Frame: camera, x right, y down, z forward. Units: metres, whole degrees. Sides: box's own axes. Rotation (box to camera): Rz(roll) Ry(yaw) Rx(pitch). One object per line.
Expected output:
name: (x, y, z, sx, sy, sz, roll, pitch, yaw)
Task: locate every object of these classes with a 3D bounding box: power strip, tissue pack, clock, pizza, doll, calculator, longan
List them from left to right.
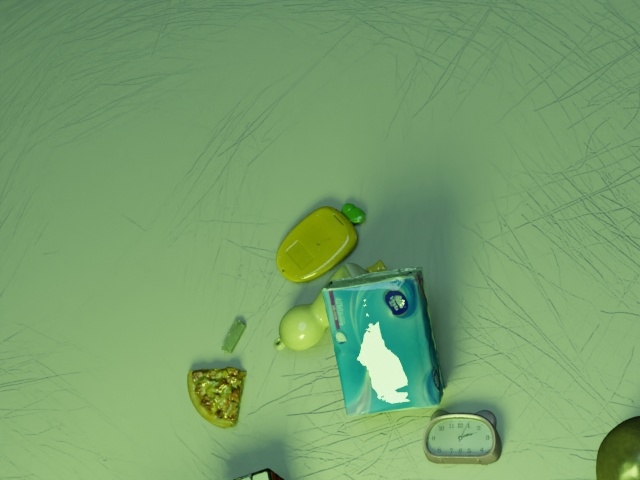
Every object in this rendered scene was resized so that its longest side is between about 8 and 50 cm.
pizza: (-0.224, 0.323, 2.024, 0.175, 0.046, 0.134, 34, 79, 30)
power strip: (-0.196, 0.218, 2.084, 0.027, 0.017, 0.083, 19, 71, 27)
calculator: (0.000, 0.000, 2.117, 0.235, 0.032, 0.146, -42, 59, -3)
doll: (0.025, 0.149, 1.996, 0.296, 0.117, 0.141, -38, 41, 10)
tissue pack: (0.125, 0.199, 1.844, 0.198, 0.146, 0.264, -9, 95, 14)
clock: (0.275, 0.380, 1.819, 0.152, 0.050, 0.110, -4, 63, 17)
longan: (0.579, 0.400, 1.648, 0.167, 0.167, 0.187, 44, 105, 31)

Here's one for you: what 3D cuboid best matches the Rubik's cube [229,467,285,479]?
Rubik's cube: (-0.131, 0.555, 1.815, 0.154, 0.151, 0.155, -19, 60, 8)
